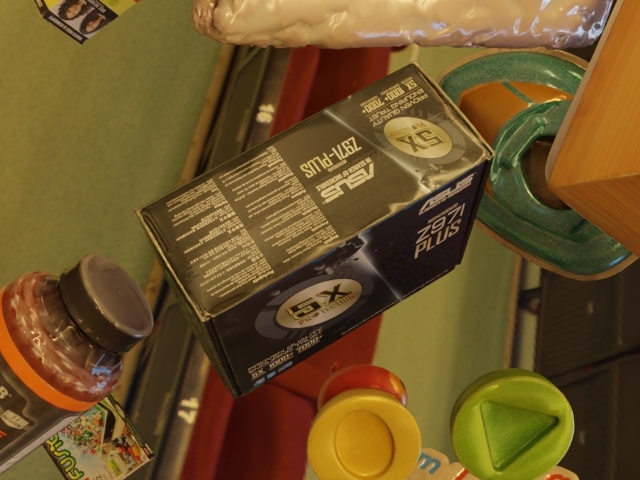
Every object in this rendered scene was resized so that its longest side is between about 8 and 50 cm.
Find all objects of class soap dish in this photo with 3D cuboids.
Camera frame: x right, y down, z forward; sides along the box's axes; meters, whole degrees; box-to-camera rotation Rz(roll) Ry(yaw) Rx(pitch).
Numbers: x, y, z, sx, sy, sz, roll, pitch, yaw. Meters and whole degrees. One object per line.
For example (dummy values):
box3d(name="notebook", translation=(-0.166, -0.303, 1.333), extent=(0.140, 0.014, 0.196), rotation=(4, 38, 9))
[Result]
box3d(name="soap dish", translation=(0.309, -0.061, 0.578), extent=(0.291, 0.118, 0.228), rotation=(32, 77, -21))

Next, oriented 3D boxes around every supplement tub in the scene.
box3d(name="supplement tub", translation=(-0.213, 0.092, 0.609), extent=(0.106, 0.198, 0.106), rotation=(50, 13, -15))

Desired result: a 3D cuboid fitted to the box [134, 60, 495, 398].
box3d(name="box", translation=(0.000, 0.000, 0.519), extent=(0.180, 0.147, 0.077), rotation=(-29, 67, -13))

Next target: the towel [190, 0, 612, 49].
box3d(name="towel", translation=(0.075, -0.274, 0.515), extent=(0.332, 0.053, 0.316), rotation=(-9, 109, -35))

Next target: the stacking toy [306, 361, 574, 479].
box3d(name="stacking toy", translation=(0.145, 0.258, 0.998), extent=(0.130, 0.280, 0.308), rotation=(-102, 174, -71))

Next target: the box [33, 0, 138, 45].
box3d(name="box", translation=(-0.226, -0.332, 1.028), extent=(0.058, 0.232, 0.087), rotation=(60, 10, 22))

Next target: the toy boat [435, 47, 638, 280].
box3d(name="toy boat", translation=(0.243, -0.137, 0.823), extent=(0.267, 0.318, 0.148), rotation=(38, 15, 20))

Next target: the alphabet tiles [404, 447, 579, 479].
box3d(name="alphabet tiles", translation=(0.211, 0.375, 1.182), extent=(0.278, 0.284, 0.021), rotation=(-33, 125, -37))

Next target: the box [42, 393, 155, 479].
box3d(name="box", translation=(-0.336, 0.250, 1.213), extent=(0.114, 0.036, 0.207), rotation=(-37, 84, 0))
